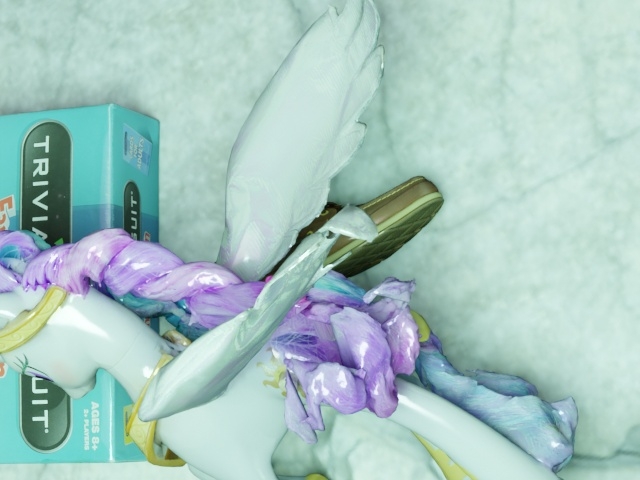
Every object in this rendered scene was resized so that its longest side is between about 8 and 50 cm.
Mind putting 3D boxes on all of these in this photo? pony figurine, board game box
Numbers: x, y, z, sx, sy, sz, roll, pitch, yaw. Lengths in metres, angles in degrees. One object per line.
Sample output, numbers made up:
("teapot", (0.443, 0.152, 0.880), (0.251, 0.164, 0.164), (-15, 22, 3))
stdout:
("pony figurine", (-0.025, 0.065, 0.883), (0.363, 0.303, 0.351), (39, 123, -16))
("board game box", (-0.287, 0.041, 1.114), (0.336, 0.079, 0.254), (-4, 82, 21))

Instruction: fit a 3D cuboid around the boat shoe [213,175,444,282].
("boat shoe", (0.000, 0.000, 1.018), (0.178, 0.064, 0.060), (-31, 76, 17))
